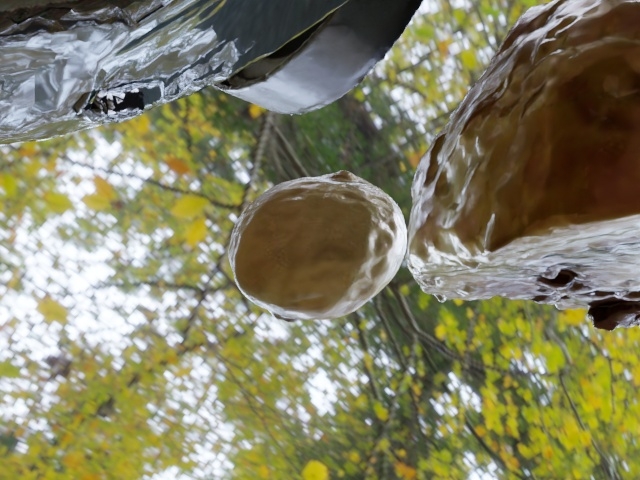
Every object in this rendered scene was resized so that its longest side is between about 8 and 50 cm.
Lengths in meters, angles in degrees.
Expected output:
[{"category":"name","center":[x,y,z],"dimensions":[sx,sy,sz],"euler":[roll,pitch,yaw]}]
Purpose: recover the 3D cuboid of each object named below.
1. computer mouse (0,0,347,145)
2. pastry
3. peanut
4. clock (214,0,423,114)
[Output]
[{"category":"computer mouse","center":[-0.062,-0.147,0.414],"dimensions":[0.374,0.114,0.203],"euler":[-30,-90,-32]},{"category":"pastry","center":[0.165,-0.046,0.598],"dimensions":[0.256,0.237,0.170],"euler":[-1,-106,22]},{"category":"peanut","center":[0.000,0.000,1.109],"dimensions":[0.140,0.109,0.159],"euler":[19,-144,6]},{"category":"clock","center":[0.009,-0.168,0.709],"dimensions":[0.215,0.042,0.215],"euler":[-41,-145,37]}]
